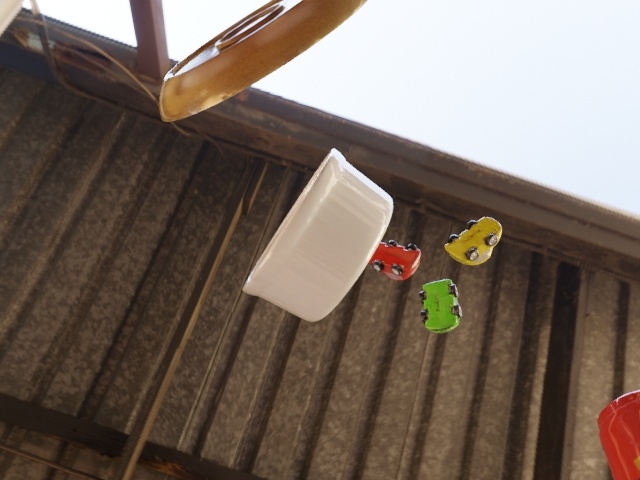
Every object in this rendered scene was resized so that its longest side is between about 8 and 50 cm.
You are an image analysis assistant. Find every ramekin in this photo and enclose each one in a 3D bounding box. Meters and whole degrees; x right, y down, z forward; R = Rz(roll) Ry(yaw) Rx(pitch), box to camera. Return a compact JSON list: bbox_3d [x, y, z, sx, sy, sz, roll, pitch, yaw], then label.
[{"bbox_3d":[0.000,0.000,0.935,0.135,0.277,0.277,33,-116,-5],"label":"ramekin"}]

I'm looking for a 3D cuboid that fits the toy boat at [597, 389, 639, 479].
[{"bbox_3d":[0.090,0.213,0.293,0.268,0.318,0.148,27,-147,-25],"label":"toy boat"}]

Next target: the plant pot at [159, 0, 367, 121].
[{"bbox_3d":[-0.060,-0.192,0.535,0.236,0.236,0.032,-45,-61,-25],"label":"plant pot"}]

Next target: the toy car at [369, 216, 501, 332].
[{"bbox_3d":[0.196,0.071,0.941,0.239,0.053,0.225,-15,-141,19],"label":"toy car"}]
